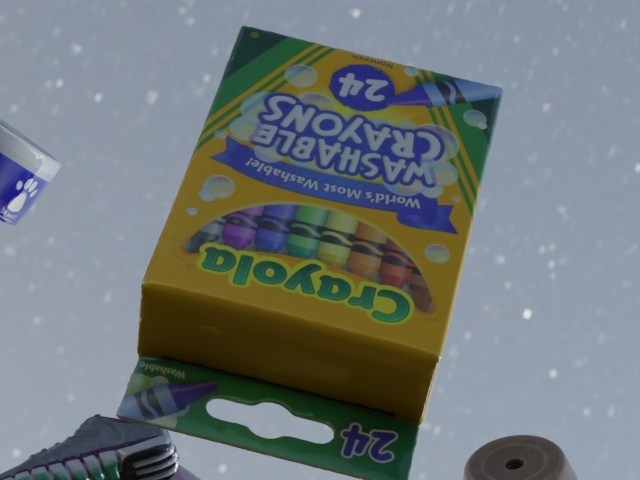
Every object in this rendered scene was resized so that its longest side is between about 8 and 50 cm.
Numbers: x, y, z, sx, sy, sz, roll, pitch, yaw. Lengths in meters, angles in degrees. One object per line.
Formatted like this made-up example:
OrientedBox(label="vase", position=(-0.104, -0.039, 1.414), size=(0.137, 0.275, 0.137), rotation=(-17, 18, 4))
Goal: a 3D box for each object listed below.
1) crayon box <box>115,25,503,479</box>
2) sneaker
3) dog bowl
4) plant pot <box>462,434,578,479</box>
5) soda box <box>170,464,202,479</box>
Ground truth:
OrientedBox(label="crayon box", position=(0.000, 0.000, 1.240), size=(0.203, 0.323, 0.083), rotation=(14, -41, 3))
OrientedBox(label="sneaker", position=(-0.271, 0.246, 1.969), size=(0.223, 0.098, 0.083), rotation=(-14, -49, -8))
OrientedBox(label="dog bowl", position=(-0.474, -0.133, 2.314), size=(0.265, 0.104, 0.265), rotation=(35, -1, 0))
OrientedBox(label="plant pot", position=(0.304, 0.416, 2.612), size=(0.263, 0.263, 0.229), rotation=(2, -61, 27))
OrientedBox(label="soda box", position=(-0.193, 0.373, 2.411), size=(0.092, 0.083, 0.263), rotation=(-32, -43, 14))
